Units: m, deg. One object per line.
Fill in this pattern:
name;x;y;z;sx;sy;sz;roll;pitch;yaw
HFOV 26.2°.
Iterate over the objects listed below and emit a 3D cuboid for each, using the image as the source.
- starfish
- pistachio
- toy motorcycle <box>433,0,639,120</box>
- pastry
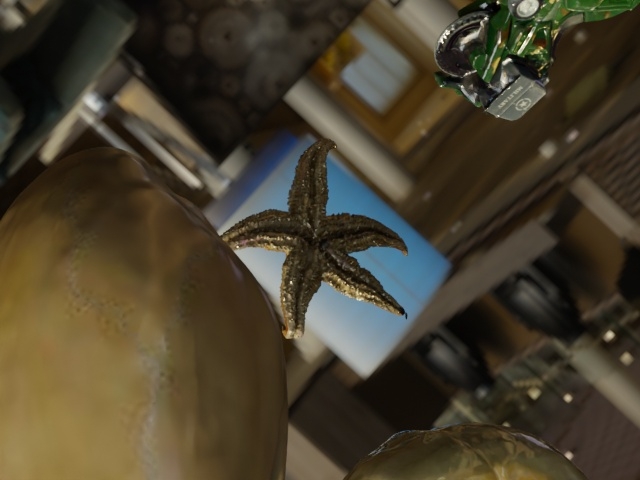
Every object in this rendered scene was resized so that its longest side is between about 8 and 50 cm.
starfish;-0.001;0.000;1.415;0.043;0.227;0.240;-25;-130;47
pistachio;-0.107;0.090;0.732;0.182;0.292;0.162;-6;168;8
toy motorcycle;0.232;-0.221;1.271;0.275;0.187;0.124;-42;-134;28
pastry;0.078;0.169;0.712;0.156;0.156;0.092;-49;-179;-18
